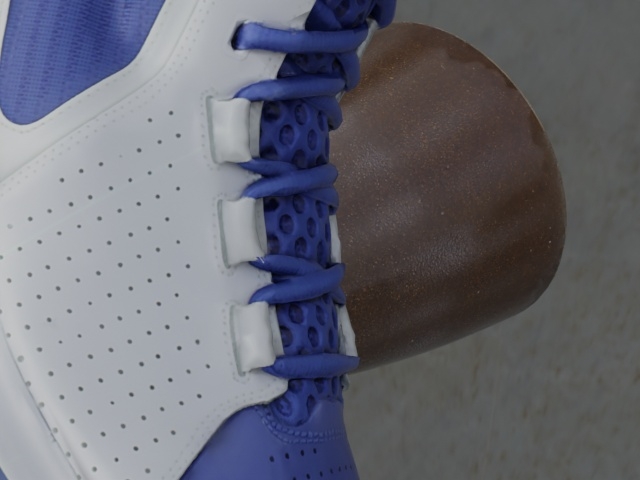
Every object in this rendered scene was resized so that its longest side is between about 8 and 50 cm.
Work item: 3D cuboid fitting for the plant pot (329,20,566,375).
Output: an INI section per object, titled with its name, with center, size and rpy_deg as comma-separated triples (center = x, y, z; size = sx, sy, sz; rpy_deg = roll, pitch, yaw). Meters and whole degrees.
[plant pot]
center = 0.000, 0.000, 1.159
size = 0.230, 0.215, 0.215
rpy_deg = -30, 67, -39

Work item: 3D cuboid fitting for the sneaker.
[sneaker]
center = -0.033, -0.041, 0.541
size = 0.182, 0.127, 0.315
rpy_deg = -30, 75, 14
